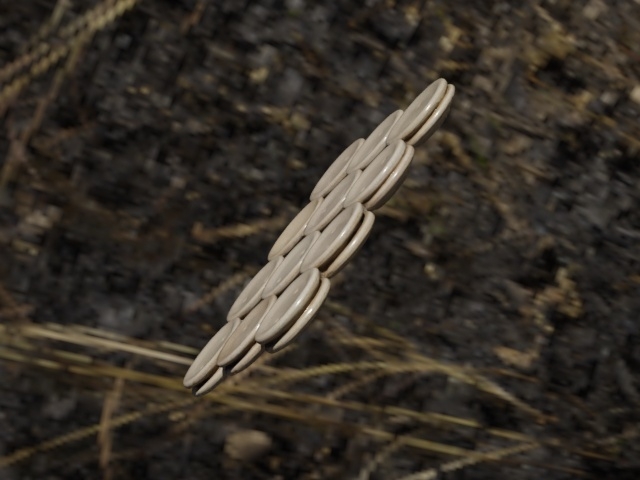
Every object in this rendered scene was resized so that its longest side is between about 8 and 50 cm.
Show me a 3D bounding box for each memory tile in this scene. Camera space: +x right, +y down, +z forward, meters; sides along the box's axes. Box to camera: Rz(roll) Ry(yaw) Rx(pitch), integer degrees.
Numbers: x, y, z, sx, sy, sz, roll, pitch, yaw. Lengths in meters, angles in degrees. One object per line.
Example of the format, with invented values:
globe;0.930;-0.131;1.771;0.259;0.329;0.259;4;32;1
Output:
memory tile;0.000;0.000;0.804;0.148;0.012;0.113;-56;12;-31
